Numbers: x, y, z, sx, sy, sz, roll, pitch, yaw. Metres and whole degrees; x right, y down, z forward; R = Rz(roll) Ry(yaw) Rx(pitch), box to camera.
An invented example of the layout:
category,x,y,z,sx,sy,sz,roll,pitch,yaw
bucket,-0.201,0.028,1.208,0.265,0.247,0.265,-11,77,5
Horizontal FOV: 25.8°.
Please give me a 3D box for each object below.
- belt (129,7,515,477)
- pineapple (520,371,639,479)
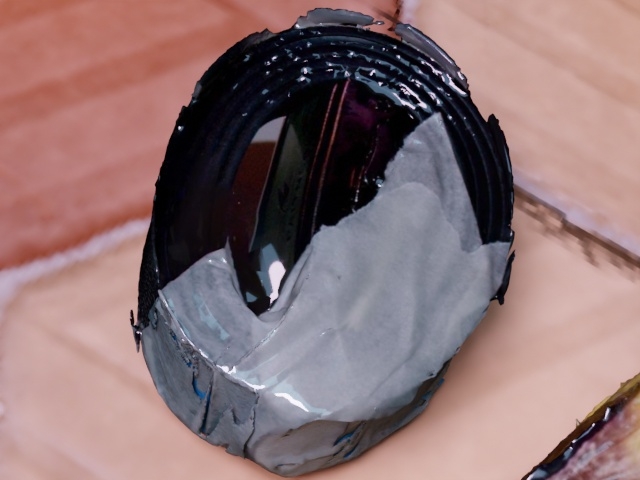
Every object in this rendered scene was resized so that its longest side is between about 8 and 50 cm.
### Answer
category,x,y,z,sx,sy,sz,roll,pitch,yaw
belt,0.000,0.000,0.412,0.105,0.058,0.140,20,60,-3
pineapple,0.101,0.078,0.379,0.116,0.069,0.137,2,65,-6
